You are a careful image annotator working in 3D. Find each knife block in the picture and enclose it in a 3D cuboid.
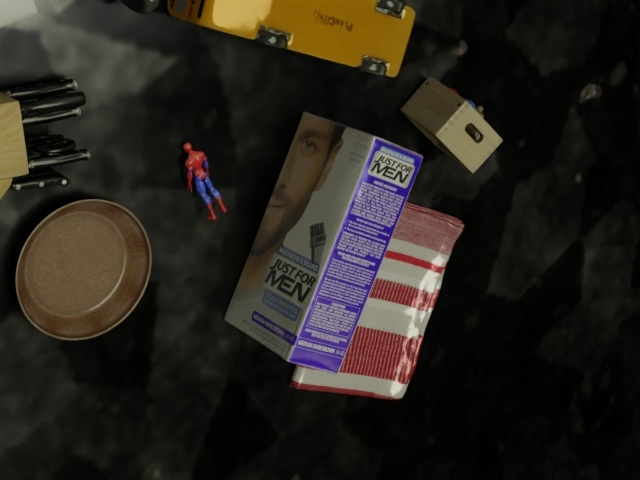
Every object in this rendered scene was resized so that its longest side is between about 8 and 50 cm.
[{"bbox_3d":[-0.418,-0.143,1.542,0.276,0.088,0.242,39,81,-39],"label":"knife block"}]

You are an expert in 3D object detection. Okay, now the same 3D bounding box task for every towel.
[{"bbox_3d":[0.093,0.096,2.044,0.237,0.037,0.329,13,99,-38],"label":"towel"}]

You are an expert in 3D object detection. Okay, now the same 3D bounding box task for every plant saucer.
[{"bbox_3d":[-0.323,0.036,1.711,0.198,0.036,0.198,-13,113,-33],"label":"plant saucer"}]

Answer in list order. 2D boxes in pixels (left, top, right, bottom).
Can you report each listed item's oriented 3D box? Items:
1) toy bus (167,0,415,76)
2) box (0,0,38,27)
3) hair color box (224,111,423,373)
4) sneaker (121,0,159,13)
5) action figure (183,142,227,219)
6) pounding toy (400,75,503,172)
[{"bbox_3d":[-0.032,-0.312,1.740,0.333,0.130,0.108,9,100,-38],"label":"toy bus"},{"bbox_3d":[-0.404,-0.297,1.486,0.102,0.101,0.087,-27,121,-24],"label":"box"},{"bbox_3d":[0.000,0.000,1.842,0.110,0.185,0.339,20,93,-38],"label":"hair color box"},{"bbox_3d":[-0.210,-0.436,1.581,0.162,0.106,0.281,-31,122,-28],"label":"sneaker"},{"bbox_3d":[-0.168,-0.086,1.787,0.038,0.030,0.115,-34,119,-29],"label":"action figure"},{"bbox_3d":[0.217,-0.187,1.985,0.100,0.130,0.141,-48,129,3],"label":"pounding toy"}]
